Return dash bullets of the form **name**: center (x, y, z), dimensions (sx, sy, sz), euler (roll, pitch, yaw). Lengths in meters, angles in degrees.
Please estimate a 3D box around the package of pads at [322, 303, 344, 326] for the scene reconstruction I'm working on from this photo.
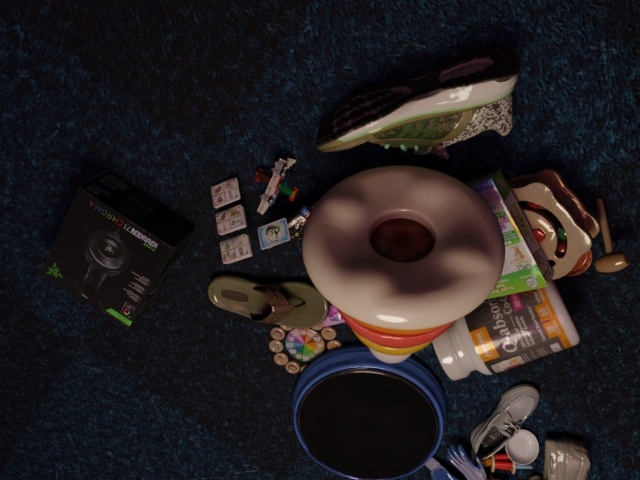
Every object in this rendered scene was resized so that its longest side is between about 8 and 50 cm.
- **package of pads**: center (0.037, 0.170, 1.335), dimensions (0.083, 0.032, 0.050), euler (-15, 102, 15)

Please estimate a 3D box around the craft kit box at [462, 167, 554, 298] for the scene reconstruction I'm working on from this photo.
- **craft kit box**: center (0.303, 0.007, 1.154), dimensions (0.249, 0.061, 0.247), euler (-19, 105, 42)

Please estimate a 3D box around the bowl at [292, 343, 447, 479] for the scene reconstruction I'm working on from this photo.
- **bowl**: center (0.117, 0.440, 1.406), dimensions (0.390, 0.077, 0.391), euler (3, 115, 7)

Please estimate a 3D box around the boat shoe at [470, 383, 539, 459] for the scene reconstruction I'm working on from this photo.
- **boat shoe**: center (0.444, 0.441, 1.352), dimensions (0.079, 0.081, 0.228), euler (31, 115, -4)

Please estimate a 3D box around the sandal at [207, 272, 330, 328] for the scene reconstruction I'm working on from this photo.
- **sandal**: center (-0.127, 0.153, 1.323), dimensions (0.302, 0.086, 0.120), euler (6, 108, 11)

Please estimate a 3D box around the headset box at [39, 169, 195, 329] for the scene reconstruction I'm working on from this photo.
- **headset box**: center (-0.474, 0.030, 1.313), dimensions (0.246, 0.131, 0.283), euler (34, 115, -5)

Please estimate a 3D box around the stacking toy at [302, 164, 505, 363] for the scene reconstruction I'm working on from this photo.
- **stacking toy**: center (0.153, 0.123, 1.137), dimensions (0.350, 0.351, 0.480), euler (5, 141, 8)

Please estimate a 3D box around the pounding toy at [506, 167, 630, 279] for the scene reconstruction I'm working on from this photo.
- **pounding toy**: center (0.479, -0.029, 1.149), dimensions (0.269, 0.155, 0.154), euler (51, 137, 1)

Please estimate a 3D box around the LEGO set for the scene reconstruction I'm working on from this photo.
- **LEGO set**: center (-0.120, -0.066, 1.219), dimensions (0.244, 0.060, 0.183), euler (-19, 76, 29)

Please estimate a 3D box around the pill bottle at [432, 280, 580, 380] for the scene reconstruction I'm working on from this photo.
- **pill bottle**: center (0.389, 0.192, 1.213), dimensions (0.278, 0.162, 0.162), euler (-26, 106, 19)

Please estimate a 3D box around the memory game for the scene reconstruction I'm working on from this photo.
- **memory game**: center (-0.038, 0.261, 1.400), dimensions (0.186, 0.012, 0.186), euler (4, 113, 9)

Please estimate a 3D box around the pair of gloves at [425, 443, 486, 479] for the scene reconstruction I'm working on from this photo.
- **pair of gloves**: center (0.345, 0.590, 1.419), dimensions (0.159, 0.023, 0.198), euler (50, 135, 5)

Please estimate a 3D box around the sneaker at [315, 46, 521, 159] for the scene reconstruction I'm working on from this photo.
- **sneaker**: center (0.189, -0.214, 1.097), dimensions (0.410, 0.158, 0.182), euler (-13, 128, 20)

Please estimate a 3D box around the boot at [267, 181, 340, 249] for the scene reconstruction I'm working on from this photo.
- **boot**: center (0.001, 0.000, 1.244), dimensions (0.236, 0.085, 0.179), euler (-32, 107, 22)

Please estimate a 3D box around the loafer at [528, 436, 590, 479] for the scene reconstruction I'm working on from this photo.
- **loafer**: center (0.567, 0.624, 1.401), dimensions (0.111, 0.112, 0.320), euler (11, 107, 11)

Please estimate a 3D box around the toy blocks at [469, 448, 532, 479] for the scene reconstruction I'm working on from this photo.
- **toy blocks**: center (0.453, 0.587, 1.429), dimensions (0.148, 0.054, 0.123), euler (1, 112, 9)

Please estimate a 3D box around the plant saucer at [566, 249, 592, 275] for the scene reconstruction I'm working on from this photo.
- **plant saucer**: center (0.531, 0.036, 1.202), dimensions (0.083, 0.013, 0.084), euler (4, 114, 9)

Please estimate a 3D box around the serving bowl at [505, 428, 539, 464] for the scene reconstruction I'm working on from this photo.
- **serving bowl**: center (0.490, 0.505, 1.389), dimensions (0.083, 0.027, 0.083), euler (1, 80, -6)
